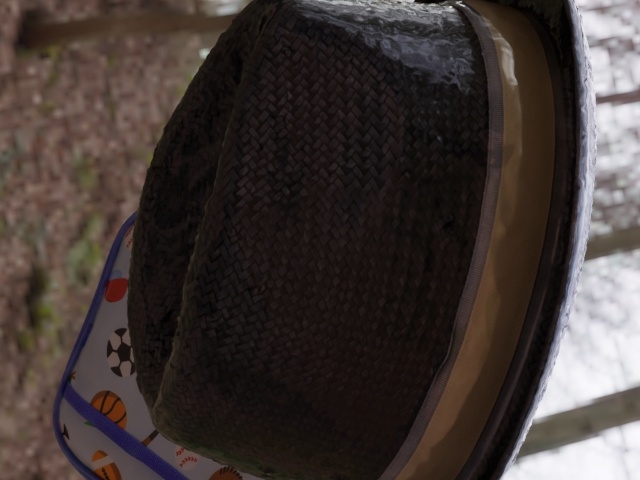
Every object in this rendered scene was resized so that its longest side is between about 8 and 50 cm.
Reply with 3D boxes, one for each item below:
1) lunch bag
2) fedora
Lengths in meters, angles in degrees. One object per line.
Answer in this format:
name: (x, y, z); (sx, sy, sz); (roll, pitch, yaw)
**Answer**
lunch bag: (-0.049, 0.128, 1.375); (0.303, 0.115, 0.243); (34, -73, 33)
fedora: (0.000, 0.000, 0.930); (0.334, 0.153, 0.334); (-169, -90, -70)
